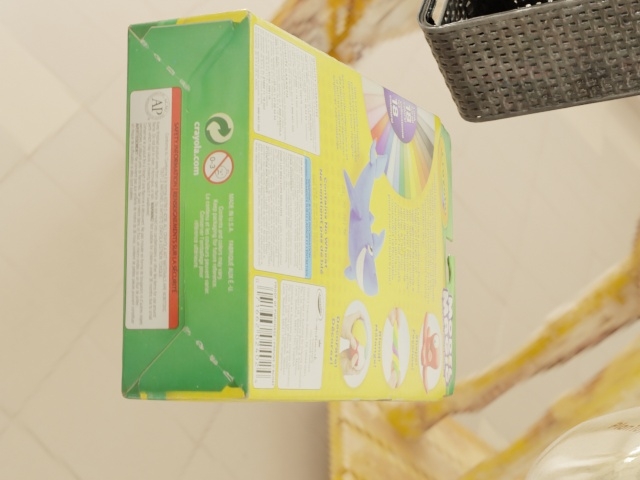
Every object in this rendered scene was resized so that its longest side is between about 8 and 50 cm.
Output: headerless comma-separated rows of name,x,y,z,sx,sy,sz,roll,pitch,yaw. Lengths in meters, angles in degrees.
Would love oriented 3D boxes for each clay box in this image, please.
clay box,0.000,0.000,0.555,0.222,0.053,0.127,16,72,-67

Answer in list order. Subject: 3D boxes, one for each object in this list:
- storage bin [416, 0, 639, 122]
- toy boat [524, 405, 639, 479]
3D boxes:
storage bin,0.167,-0.157,0.928,0.084,0.180,0.122,61,34,-36
toy boat,0.187,0.228,1.019,0.267,0.318,0.148,161,-94,-84
